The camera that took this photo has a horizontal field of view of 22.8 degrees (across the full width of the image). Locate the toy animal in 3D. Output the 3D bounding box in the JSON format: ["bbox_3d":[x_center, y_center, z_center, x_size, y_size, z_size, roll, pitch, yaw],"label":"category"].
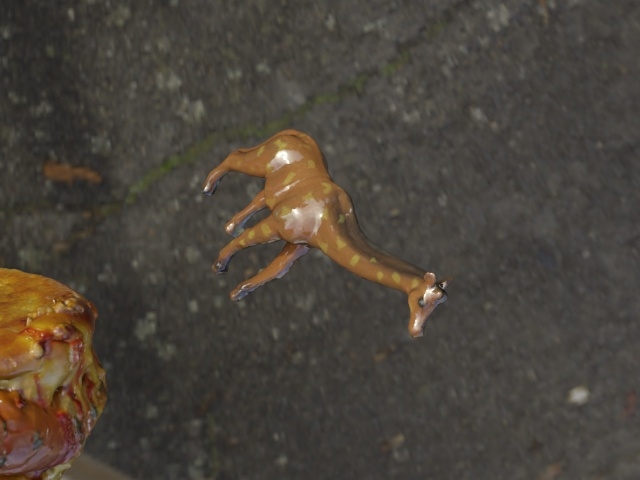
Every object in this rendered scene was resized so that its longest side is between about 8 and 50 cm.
[{"bbox_3d":[0.000,0.000,1.319,0.230,0.224,0.066,-24,153,34],"label":"toy animal"}]

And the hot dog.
[{"bbox_3d":[-0.244,0.110,1.206,0.153,0.256,0.150,8,107,11],"label":"hot dog"}]
